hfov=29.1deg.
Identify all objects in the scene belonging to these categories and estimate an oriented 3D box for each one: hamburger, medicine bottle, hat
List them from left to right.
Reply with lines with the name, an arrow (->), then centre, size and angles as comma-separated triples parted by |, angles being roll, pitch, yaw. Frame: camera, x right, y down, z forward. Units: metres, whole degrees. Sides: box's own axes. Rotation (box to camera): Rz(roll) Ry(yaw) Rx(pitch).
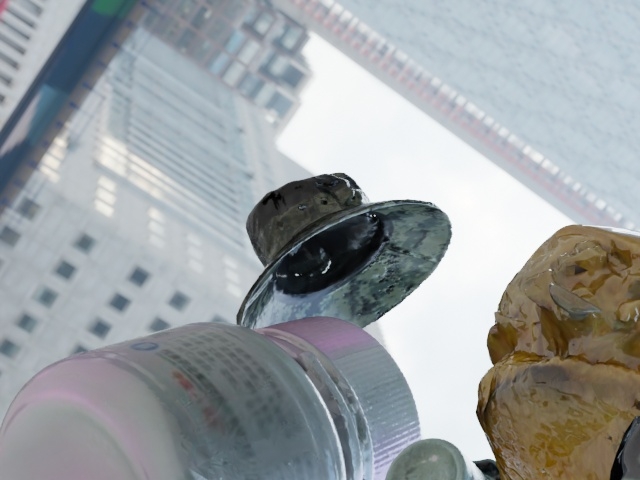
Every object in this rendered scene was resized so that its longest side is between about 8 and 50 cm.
medicine bottle -> -0.087, 0.195, 1.068 | 0.325, 0.256, 0.256 | -14, 159, -49
hat -> 0.000, 0.000, 1.272 | 0.265, 0.265, 0.128 | -45, -117, 29
medicine bottle -> 0.119, 0.238, 0.894 | 0.124, 0.258, 0.079 | -34, -139, 5
hamburger -> 0.213, 0.119, 0.647 | 0.290, 0.314, 0.170 | 23, -115, 33

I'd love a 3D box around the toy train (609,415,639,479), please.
toy train -> 0.157, 0.119, 0.394 | 0.091, 0.228, 0.136 | -5, -121, 66
